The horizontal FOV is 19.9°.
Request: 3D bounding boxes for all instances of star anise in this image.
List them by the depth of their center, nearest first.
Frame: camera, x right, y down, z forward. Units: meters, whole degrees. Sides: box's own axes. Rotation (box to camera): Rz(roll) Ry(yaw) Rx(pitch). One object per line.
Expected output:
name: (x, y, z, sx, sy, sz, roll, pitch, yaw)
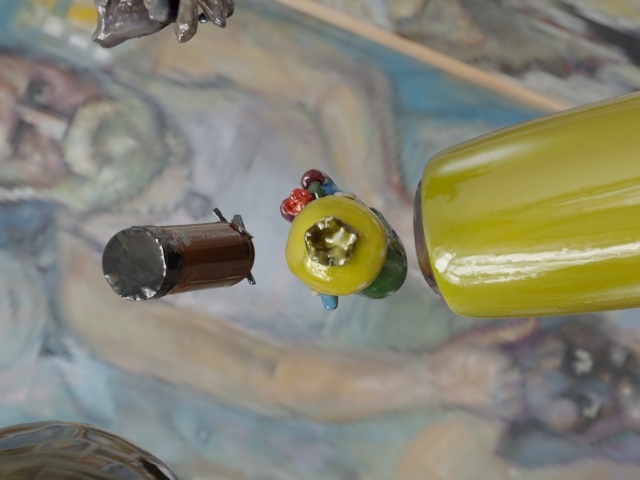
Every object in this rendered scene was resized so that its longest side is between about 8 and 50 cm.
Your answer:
star anise: (-0.099, -0.226, 1.448, 0.209, 0.089, 0.231, -40, 22, -6)

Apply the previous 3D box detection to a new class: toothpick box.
toothpick box: (0.216, -0.025, 1.475, 0.175, 0.271, 0.175, -10, -90, -70)

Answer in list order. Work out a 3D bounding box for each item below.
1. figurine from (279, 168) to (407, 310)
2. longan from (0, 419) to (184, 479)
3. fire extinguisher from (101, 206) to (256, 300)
figurine: (0.007, -0.013, 2.043, 0.127, 0.185, 0.234, -43, -19, 16)
longan: (-0.260, 0.325, 1.585, 0.404, 0.404, 0.336, -65, 0, -67)
fire extinguisher: (-0.086, 0.008, 1.249, 0.050, 0.062, 0.177, -31, -9, 21)
